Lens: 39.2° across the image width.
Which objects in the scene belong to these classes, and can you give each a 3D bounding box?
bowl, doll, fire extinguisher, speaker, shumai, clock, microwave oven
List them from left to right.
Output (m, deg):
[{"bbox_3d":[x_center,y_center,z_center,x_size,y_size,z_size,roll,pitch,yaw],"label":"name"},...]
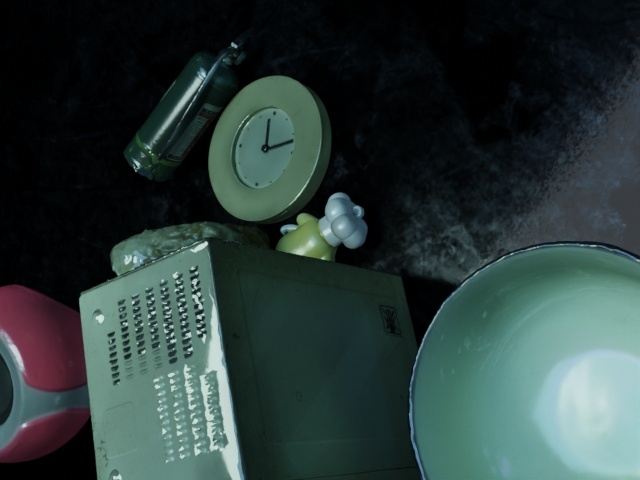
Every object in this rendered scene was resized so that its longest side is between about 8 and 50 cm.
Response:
[{"bbox_3d":[-0.511,0.229,1.509,0.294,0.294,0.294,-7,77,36],"label":"speaker"},{"bbox_3d":[-0.203,-0.226,1.461,0.093,0.118,0.294,41,112,-2],"label":"fire extinguisher"},{"bbox_3d":[-0.177,0.089,1.299,0.225,0.261,0.222,-12,76,19],"label":"shumai"},{"bbox_3d":[-0.068,0.196,1.094,0.247,0.394,0.333,-24,68,31],"label":"microwave oven"},{"bbox_3d":[-0.082,-0.141,1.401,0.235,0.029,0.235,-9,74,36],"label":"clock"},{"bbox_3d":[0.000,0.000,1.289,0.162,0.062,0.106,-37,66,27],"label":"doll"},{"bbox_3d":[0.290,0.184,0.956,0.354,0.185,0.353,-7,78,36],"label":"bowl"}]
